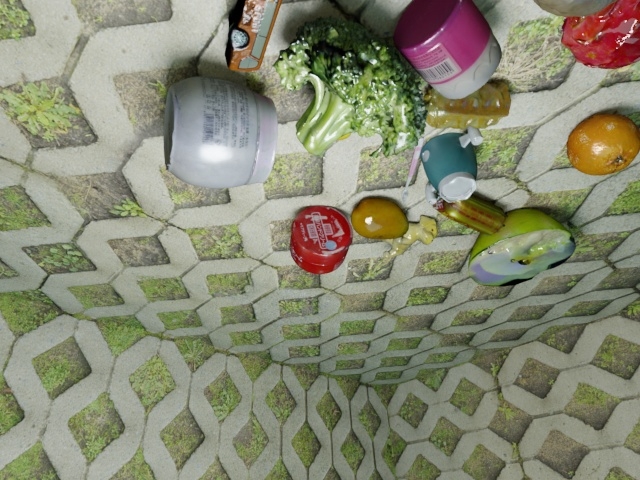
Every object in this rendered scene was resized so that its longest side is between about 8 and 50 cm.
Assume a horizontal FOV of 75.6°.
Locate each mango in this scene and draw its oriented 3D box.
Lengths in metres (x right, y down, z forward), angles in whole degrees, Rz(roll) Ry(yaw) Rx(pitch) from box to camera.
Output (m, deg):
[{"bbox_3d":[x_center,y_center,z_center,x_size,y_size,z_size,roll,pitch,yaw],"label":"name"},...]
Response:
[{"bbox_3d":[0.218,-0.078,1.490,0.220,0.120,0.152,4,115,-9],"label":"mango"}]

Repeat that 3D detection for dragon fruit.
[{"bbox_3d":[0.682,-0.503,0.932,0.162,0.189,0.262,-22,149,-28],"label":"dragon fruit"}]

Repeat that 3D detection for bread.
[{"bbox_3d":[0.394,-0.364,1.120,0.231,0.088,0.128,-1,118,-1],"label":"bread"}]

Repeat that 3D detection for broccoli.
[{"bbox_3d":[0.072,-0.359,0.969,0.317,0.277,0.339,-17,137,8],"label":"broccoli"}]

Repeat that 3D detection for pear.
[{"bbox_3d":[0.764,0.012,1.631,0.398,0.165,0.399,-3,145,-2],"label":"pear"}]

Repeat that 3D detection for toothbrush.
[{"bbox_3d":[0.305,-0.229,1.377,0.020,0.025,0.287,-1,144,-3],"label":"toothbrush"}]

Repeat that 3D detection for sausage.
[{"bbox_3d":[0.518,-0.113,1.471,0.317,0.117,0.125,17,175,-26],"label":"sausage"}]

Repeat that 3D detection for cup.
[{"bbox_3d":[0.405,-0.217,1.275,0.167,0.173,0.300,8,144,-13],"label":"cup"}]

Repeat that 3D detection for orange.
[{"bbox_3d":[0.844,-0.280,1.230,0.193,0.161,0.193,1,148,1],"label":"orange"}]

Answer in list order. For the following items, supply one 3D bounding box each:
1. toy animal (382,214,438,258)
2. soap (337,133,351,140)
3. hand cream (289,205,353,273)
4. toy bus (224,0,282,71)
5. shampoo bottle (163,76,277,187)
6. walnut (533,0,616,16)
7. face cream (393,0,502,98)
[{"bbox_3d":[0.342,-0.010,1.619,0.168,0.121,0.233,9,147,-35],"label":"toy animal"},{"bbox_3d":[0.045,-0.352,1.176,0.089,0.033,0.169,-6,145,1],"label":"soap"},{"bbox_3d":[0.000,0.000,1.509,0.230,0.230,0.149,2,147,-7],"label":"hand cream"},{"bbox_3d":[-0.119,-0.540,0.849,0.092,0.093,0.409,6,145,-24],"label":"toy bus"},{"bbox_3d":[-0.257,-0.270,1.063,0.266,0.273,0.273,3,146,-26],"label":"shampoo bottle"},{"bbox_3d":[0.488,-0.553,0.763,0.248,0.249,0.248,-2,145,-1],"label":"walnut"},{"bbox_3d":[0.290,-0.447,0.938,0.175,0.175,0.194,-31,137,34],"label":"face cream"}]
